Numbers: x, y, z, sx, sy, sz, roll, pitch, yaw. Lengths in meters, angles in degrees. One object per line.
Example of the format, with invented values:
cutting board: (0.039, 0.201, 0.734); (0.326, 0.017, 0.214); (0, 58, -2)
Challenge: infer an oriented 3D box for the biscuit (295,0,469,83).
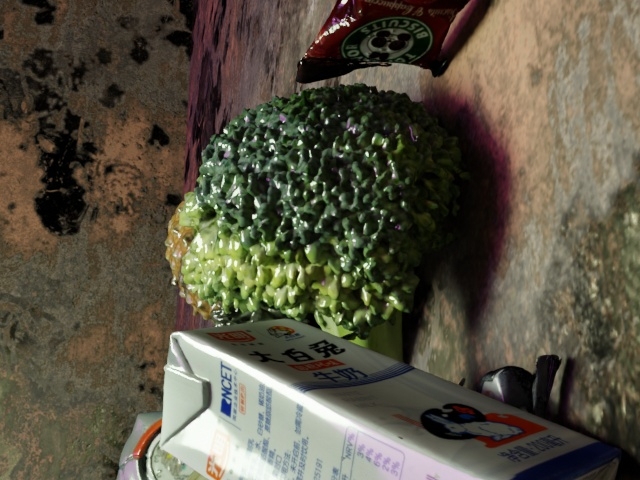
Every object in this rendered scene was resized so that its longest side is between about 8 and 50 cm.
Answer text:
biscuit: (0.077, -0.222, 0.791); (0.235, 0.151, 0.063); (122, 145, -54)

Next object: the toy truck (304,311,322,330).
toy truck: (-0.028, 0.118, 1.165); (0.169, 0.077, 0.100); (141, 136, -66)

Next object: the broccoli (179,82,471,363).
broccoli: (-0.017, -0.013, 0.862); (0.375, 0.249, 0.302); (-142, 62, -65)

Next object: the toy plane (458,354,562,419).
toy plane: (0.129, 0.171, 0.639); (0.078, 0.053, 0.197); (20, 99, 65)

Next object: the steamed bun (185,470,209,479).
steamed bun: (-0.083, 0.373, 1.035); (0.275, 0.206, 0.320); (-107, 32, -59)

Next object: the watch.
watch: (-0.207, 0.436, 1.469); (0.274, 0.241, 0.305); (90, -177, -73)

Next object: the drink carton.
drink carton: (0.029, 0.147, 0.606); (0.315, 0.131, 0.106); (16, 101, 42)

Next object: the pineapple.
pineapple: (-0.087, 0.065, 1.035); (0.340, 0.169, 0.169); (-126, 44, -55)
